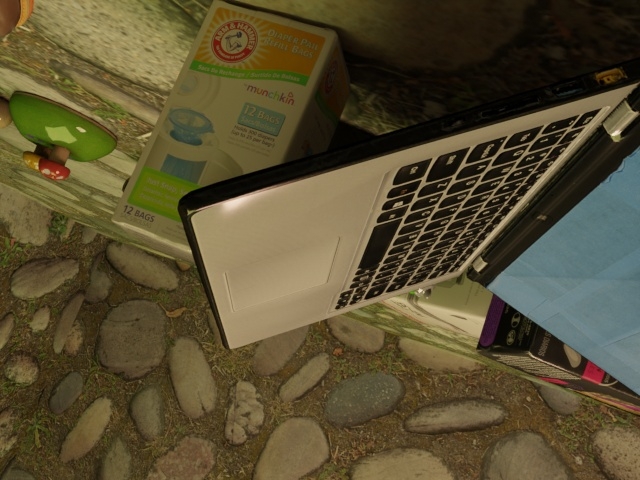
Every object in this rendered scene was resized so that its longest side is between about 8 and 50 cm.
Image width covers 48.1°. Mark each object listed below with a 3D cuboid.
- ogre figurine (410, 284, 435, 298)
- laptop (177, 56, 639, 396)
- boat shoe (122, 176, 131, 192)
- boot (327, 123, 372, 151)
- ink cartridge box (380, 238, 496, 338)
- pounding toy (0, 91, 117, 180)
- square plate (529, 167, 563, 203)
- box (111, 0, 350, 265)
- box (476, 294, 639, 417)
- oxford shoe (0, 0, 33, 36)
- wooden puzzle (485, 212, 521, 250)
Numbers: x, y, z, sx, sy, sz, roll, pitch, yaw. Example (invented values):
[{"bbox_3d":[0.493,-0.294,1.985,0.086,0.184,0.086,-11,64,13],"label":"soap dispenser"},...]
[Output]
[{"bbox_3d":[0.106,0.010,0.962,0.197,0.118,0.097,16,169,19],"label":"ogre figurine"},{"bbox_3d":[0.145,0.079,0.520,0.408,0.236,0.382,-17,163,-10],"label":"laptop"},{"bbox_3d":[-0.284,-0.105,1.264,0.224,0.080,0.073,5,156,41],"label":"boat shoe"},{"bbox_3d":[0.051,-0.055,0.850,0.190,0.076,0.208,35,162,-2],"label":"boot"},{"bbox_3d":[0.223,0.074,1.068,0.283,0.117,0.207,10,166,44],"label":"ink cartridge box"},{"bbox_3d":[-0.472,-0.166,1.197,0.237,0.110,0.183,22,170,-10],"label":"pounding toy"},{"bbox_3d":[0.346,0.054,0.552,0.344,0.049,0.347,54,166,-4],"label":"square plate"},{"bbox_3d":[-0.065,-0.076,0.594,0.114,0.203,0.103,20,170,13],"label":"box"},{"bbox_3d":[0.349,0.104,0.839,0.270,0.165,0.143,22,169,-9],"label":"box"},{"bbox_3d":[-0.330,-0.227,0.519,0.130,0.132,0.363,19,170,7],"label":"oxford shoe"},{"bbox_3d":[0.224,-0.009,0.821,0.006,0.049,0.083,27,169,-30],"label":"wooden puzzle"}]
